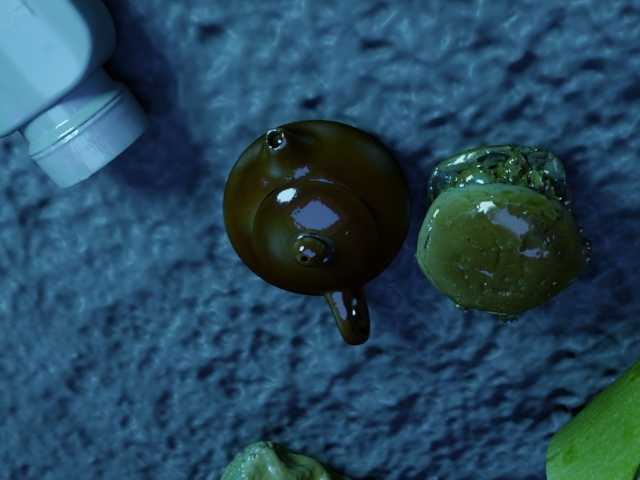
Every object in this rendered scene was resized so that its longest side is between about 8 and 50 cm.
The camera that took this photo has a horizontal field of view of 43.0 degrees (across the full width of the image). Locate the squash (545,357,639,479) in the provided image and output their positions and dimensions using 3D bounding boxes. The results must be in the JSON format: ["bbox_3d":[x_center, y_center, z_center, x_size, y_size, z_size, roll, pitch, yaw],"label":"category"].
[{"bbox_3d":[0.407,0.188,0.796,0.234,0.210,0.309,27,124,-24],"label":"squash"}]

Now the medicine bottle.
[{"bbox_3d":[-0.276,-0.189,0.692,0.161,0.111,0.296,-29,112,21],"label":"medicine bottle"}]

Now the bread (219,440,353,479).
[{"bbox_3d":[-0.005,0.343,0.963,0.268,0.130,0.152,27,114,-12],"label":"bread"}]

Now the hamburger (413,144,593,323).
[{"bbox_3d":[0.166,0.005,0.753,0.159,0.131,0.184,-8,123,13],"label":"hamburger"}]

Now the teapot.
[{"bbox_3d":[0.000,0.000,0.763,0.178,0.135,0.252,-12,117,16],"label":"teapot"}]
